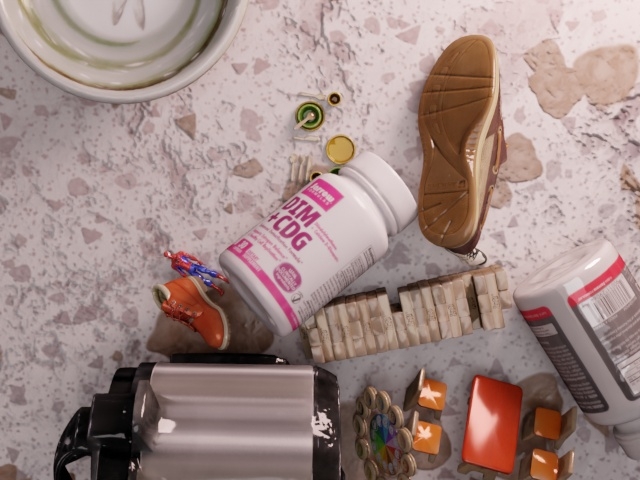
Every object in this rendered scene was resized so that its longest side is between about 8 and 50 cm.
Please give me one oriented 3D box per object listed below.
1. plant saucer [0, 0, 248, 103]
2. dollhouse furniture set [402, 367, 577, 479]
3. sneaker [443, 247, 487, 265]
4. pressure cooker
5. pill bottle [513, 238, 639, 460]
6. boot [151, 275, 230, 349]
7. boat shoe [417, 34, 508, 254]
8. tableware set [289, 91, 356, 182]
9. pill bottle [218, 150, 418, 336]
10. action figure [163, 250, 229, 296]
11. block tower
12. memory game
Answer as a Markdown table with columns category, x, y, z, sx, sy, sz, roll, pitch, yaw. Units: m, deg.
| category | x | y | z | sx | sy | sz | roll | pitch | yaw |
| --- | --- | --- | --- | --- | --- | --- | --- | --- | --- |
| plant saucer | -0.303 | -0.409 | 1.700 | 0.401 | 0.100 | 0.400 | 0 | 95 | 0 |
| dollhouse furniture set | 0.256 | 0.328 | 1.691 | 0.262 | 0.135 | 0.259 | 15 | 57 | -2 |
| sneaker | 0.229 | 0.019 | 1.769 | 0.083 | 0.037 | 0.032 | 24 | 94 | -3 |
| pressure cooker | -0.180 | 0.357 | 1.636 | 0.421 | 0.375 | 0.369 | 1 | 96 | -1 |
| pill bottle | 0.450 | 0.173 | 1.712 | 0.176 | 0.176 | 0.318 | -32 | 94 | 3 |
| boot | -0.199 | 0.115 | 1.697 | 0.085 | 0.158 | 0.059 | -2 | 125 | -39 |
| boat shoe | 0.228 | -0.145 | 1.721 | 0.123 | 0.123 | 0.341 | -2 | 75 | 29 |
| tableware set | 0.006 | -0.159 | 1.760 | 0.104 | 0.024 | 0.154 | 6 | 95 | 0 |
| pill bottle | 0.000 | 0.000 | 1.684 | 0.283 | 0.160 | 0.160 | -39 | 94 | -13 |
| action figure | -0.201 | 0.048 | 1.781 | 0.115 | 0.030 | 0.038 | 29 | 99 | 0 |
| block tower | 0.130 | 0.118 | 1.751 | 0.336 | 0.097 | 0.090 | -12 | 95 | 3 |
| memory game | 0.097 | 0.321 | 1.736 | 0.012 | 0.186 | 0.186 | -9 | 96 | -27 |
